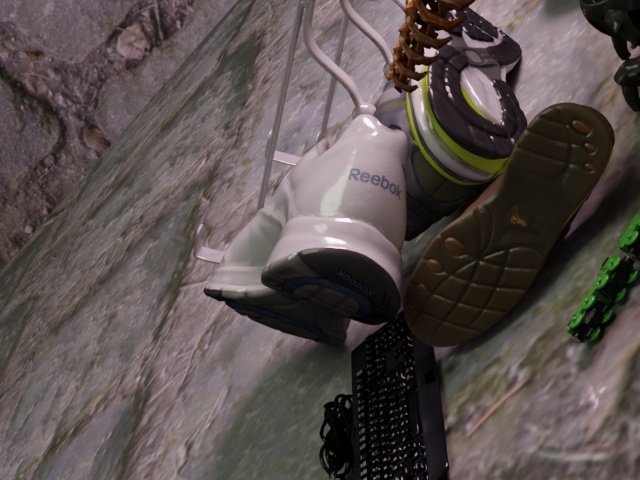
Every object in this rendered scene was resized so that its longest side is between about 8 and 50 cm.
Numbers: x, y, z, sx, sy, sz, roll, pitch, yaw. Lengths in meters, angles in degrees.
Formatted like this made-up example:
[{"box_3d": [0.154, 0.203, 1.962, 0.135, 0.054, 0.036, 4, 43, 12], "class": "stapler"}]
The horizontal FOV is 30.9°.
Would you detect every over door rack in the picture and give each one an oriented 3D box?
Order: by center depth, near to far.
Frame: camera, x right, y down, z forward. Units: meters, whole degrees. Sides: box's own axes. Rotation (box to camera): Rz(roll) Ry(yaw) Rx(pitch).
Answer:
[{"box_3d": [0.013, -0.142, 1.083, 0.324, 0.108, 0.239, -64, -2, 33], "class": "over door rack"}]

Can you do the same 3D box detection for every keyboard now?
[{"box_3d": [0.030, 0.109, 0.734, 0.100, 0.038, 0.192, -46, 18, 20], "class": "keyboard"}]

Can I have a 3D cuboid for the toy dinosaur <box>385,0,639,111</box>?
[{"box_3d": [0.165, -0.205, 0.699, 0.322, 0.218, 0.164, -28, 30, 52], "class": "toy dinosaur"}]

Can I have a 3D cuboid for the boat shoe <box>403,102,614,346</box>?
[{"box_3d": [0.119, -0.006, 0.710, 0.178, 0.064, 0.060, -55, -18, 21], "class": "boat shoe"}]

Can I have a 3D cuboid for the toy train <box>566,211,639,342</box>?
[{"box_3d": [0.157, 0.019, 0.621, 0.083, 0.017, 0.024, -55, 8, -7], "class": "toy train"}]

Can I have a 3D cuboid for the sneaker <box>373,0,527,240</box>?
[{"box_3d": [0.085, -0.114, 0.921, 0.121, 0.111, 0.300, -49, 14, 29], "class": "sneaker"}]

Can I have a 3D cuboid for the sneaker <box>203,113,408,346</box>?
[{"box_3d": [0.000, 0.000, 0.840, 0.297, 0.111, 0.129, -24, 45, 68], "class": "sneaker"}]
